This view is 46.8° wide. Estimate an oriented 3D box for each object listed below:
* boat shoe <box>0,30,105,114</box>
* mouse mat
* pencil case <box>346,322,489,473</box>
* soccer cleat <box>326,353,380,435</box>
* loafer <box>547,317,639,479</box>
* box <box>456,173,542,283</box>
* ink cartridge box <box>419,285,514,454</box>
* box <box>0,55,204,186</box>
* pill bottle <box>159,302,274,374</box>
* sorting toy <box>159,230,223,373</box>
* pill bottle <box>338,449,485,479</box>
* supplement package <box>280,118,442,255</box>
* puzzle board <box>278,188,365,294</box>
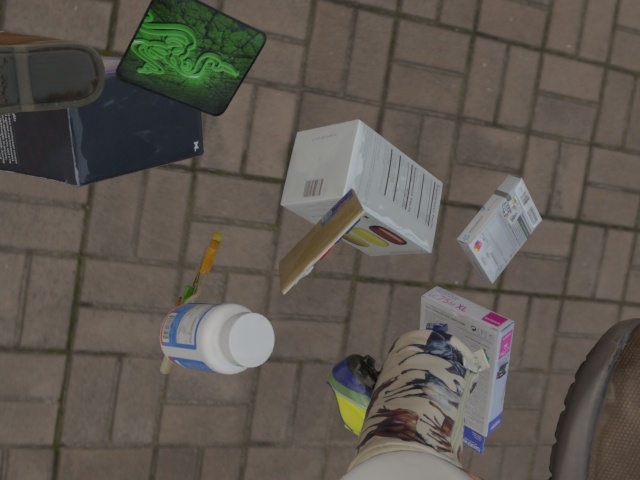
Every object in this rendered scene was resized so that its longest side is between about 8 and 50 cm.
[{"bbox_3d":[-0.412,-0.191,0.849,0.307,0.104,0.110,-4,108,-42],"label":"boat shoe"},{"bbox_3d":[-0.184,-0.268,1.072,0.190,0.007,0.152,16,118,-40],"label":"mouse mat"},{"bbox_3d":[0.161,0.282,1.168,0.183,0.410,0.160,-26,100,21],"label":"pencil case"},{"bbox_3d":[0.108,0.356,1.416,0.093,0.289,0.121,3,139,-51],"label":"soccer cleat"},{"bbox_3d":[0.225,0.221,0.417,0.134,0.130,0.366,-16,97,-50],"label":"loafer"},{"bbox_3d":[0.379,-0.023,1.552,0.186,0.038,0.145,-51,131,-12],"label":"box"},{"bbox_3d":[0.284,0.263,1.495,0.065,0.186,0.311,-24,126,-39],"label":"ink cartridge box"},{"bbox_3d":[-0.411,-0.224,1.294,0.296,0.294,0.182,-26,122,-53],"label":"box"},{"bbox_3d":[-0.181,0.172,1.305,0.124,0.221,0.124,3,86,-39],"label":"pill bottle"},{"bbox_3d":[-0.269,0.101,1.549,0.041,0.229,0.307,21,118,-8],"label":"sorting toy"},{"bbox_3d":[0.179,0.380,0.766,0.392,0.224,0.224,36,84,-38],"label":"pill bottle"},{"bbox_3d":[0.075,-0.077,1.221,0.244,0.139,0.134,29,66,-42],"label":"supplement package"},{"bbox_3d":[0.000,0.000,0.841,0.011,0.096,0.128,42,100,-15],"label":"puzzle board"}]
